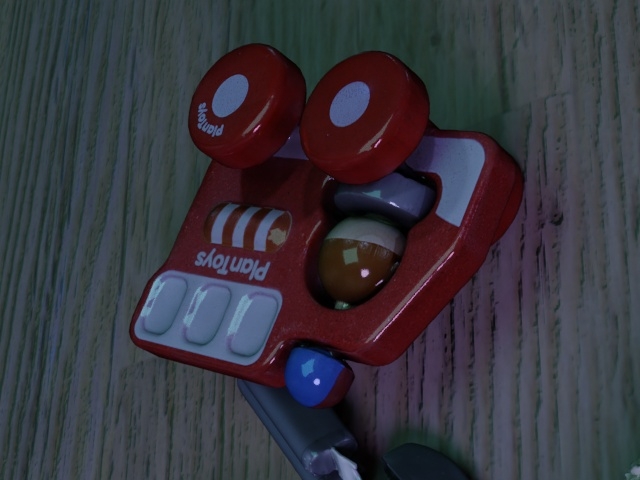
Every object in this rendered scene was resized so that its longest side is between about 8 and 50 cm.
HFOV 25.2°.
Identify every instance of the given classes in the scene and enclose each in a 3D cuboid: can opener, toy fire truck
[{"bbox_3d":[0.019,0.160,1.095,0.093,0.074,0.280,-29,42,-18],"label":"can opener"},{"bbox_3d":[0.000,0.000,1.100,0.302,0.169,0.253,11,74,44],"label":"toy fire truck"}]

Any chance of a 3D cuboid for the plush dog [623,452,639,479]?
[{"bbox_3d":[0.209,0.199,0.749,0.262,0.210,0.225,-2,48,41],"label":"plush dog"}]
